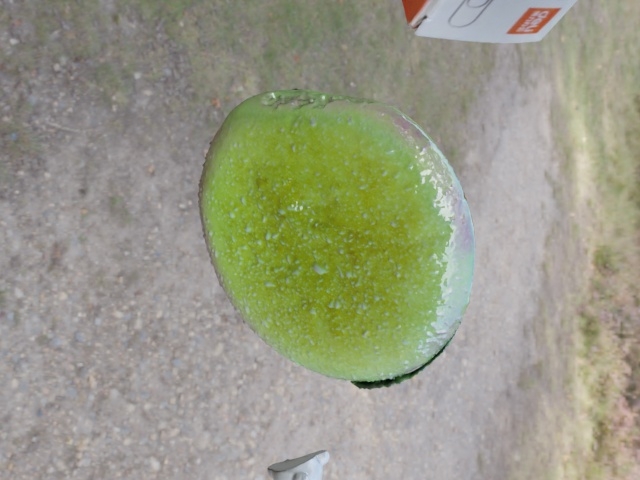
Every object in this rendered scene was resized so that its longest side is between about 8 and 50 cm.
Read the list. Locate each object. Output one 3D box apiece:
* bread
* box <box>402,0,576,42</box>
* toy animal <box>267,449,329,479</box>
[{"bbox_3d":[-0.001,0.005,0.686,0.045,0.302,0.301,-30,113,-51],"label":"bread"},{"bbox_3d":[0.151,-0.233,0.537,0.133,0.182,0.099,-1,67,-24],"label":"box"},{"bbox_3d":[-0.022,0.425,1.115,0.127,0.131,0.181,-26,96,-87],"label":"toy animal"}]
